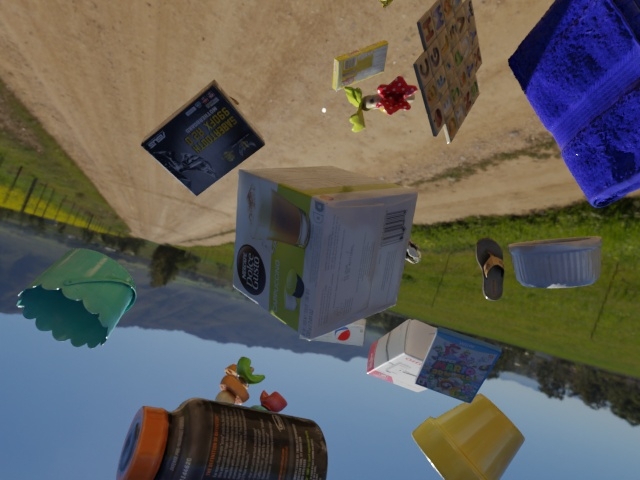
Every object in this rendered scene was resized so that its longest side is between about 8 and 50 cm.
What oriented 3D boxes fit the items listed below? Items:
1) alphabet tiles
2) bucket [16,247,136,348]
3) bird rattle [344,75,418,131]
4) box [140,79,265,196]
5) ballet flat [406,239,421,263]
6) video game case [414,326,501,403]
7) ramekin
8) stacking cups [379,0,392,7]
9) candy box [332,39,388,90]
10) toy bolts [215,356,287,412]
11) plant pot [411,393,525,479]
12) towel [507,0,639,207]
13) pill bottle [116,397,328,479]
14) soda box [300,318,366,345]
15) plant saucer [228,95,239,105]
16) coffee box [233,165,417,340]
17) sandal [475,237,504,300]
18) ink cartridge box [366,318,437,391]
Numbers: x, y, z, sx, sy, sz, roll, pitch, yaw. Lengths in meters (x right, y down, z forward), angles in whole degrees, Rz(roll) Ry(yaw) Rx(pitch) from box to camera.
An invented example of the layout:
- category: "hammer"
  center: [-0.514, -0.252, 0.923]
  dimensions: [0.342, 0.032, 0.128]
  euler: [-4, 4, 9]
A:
- category: "alphabet tiles"
  center: [0.305, -0.408, 0.930]
  dimensions: [0.011, 0.342, 0.285]
  euler: [7, 139, 39]
- category: "bucket"
  center: [-0.711, 0.170, 1.206]
  dimensions: [0.282, 0.183, 0.281]
  euler: [8, 132, 9]
- category: "bird rattle"
  center: [0.200, -0.440, 1.239]
  dimensions: [0.207, 0.143, 0.254]
  euler: [-23, -169, -40]
- category: "box"
  center: [-0.282, -0.242, 0.982]
  dimensions: [0.183, 0.231, 0.056]
  euler: [49, -165, -33]
- category: "ballet flat"
  center: [0.333, 0.041, 1.495]
  dimensions: [0.079, 0.077, 0.221]
  euler: [51, -171, 34]
- category: "video game case"
  center: [0.266, 0.250, 0.797]
  dimensions: [0.119, 0.015, 0.166]
  euler: [17, 126, 11]
- category: "ramekin"
  center: [0.589, 0.054, 1.013]
  dimensions: [0.207, 0.108, 0.207]
  euler: [-6, 179, 0]
- category: "stacking cups"
  center: [0.070, -0.742, 1.047]
  dimensions: [0.316, 0.095, 0.096]
  euler: [26, 168, -20]
- category: "candy box"
  center: [0.130, -0.568, 1.306]
  dimensions: [0.027, 0.206, 0.105]
  euler: [50, 156, 26]
- category: "toy bolts"
  center: [-0.248, 0.512, 1.280]
  dimensions: [0.228, 0.158, 0.218]
  euler: [50, 142, -9]
- category: "plant pot"
  center: [0.433, 0.581, 1.157]
  dimensions: [0.254, 0.239, 0.254]
  euler: [48, 176, 4]
- category: "towel"
  center: [0.402, -0.223, 0.573]
  dimensions: [0.076, 0.308, 0.227]
  euler: [-11, 160, -21]
- category: "pill bottle"
  center: [-0.123, 0.280, 0.522]
  dimensions: [0.246, 0.130, 0.130]
  euler: [24, 168, -26]
- category: "soda box"
  center: [0.043, 0.299, 1.363]
  dimensions: [0.216, 0.073, 0.069]
  euler: [4, -171, 11]
- category: "plant saucer"
  center: [-0.299, -0.444, 1.275]
  dimensions: [0.084, 0.015, 0.083]
  euler: [25, -154, -13]
- category: "coffee box"
  center: [0.000, 0.000, 1.070]
  dimensions: [0.338, 0.337, 0.335]
  euler: [-12, -152, -43]
- category: "sandal"
  center: [0.577, 0.098, 1.355]
  dimensions: [0.090, 0.219, 0.060]
  euler: [-4, -177, 3]
- category: "ink cartridge box"
  center: [0.302, 0.379, 1.303]
  dimensions: [0.207, 0.117, 0.283]
  euler: [22, 146, -6]
